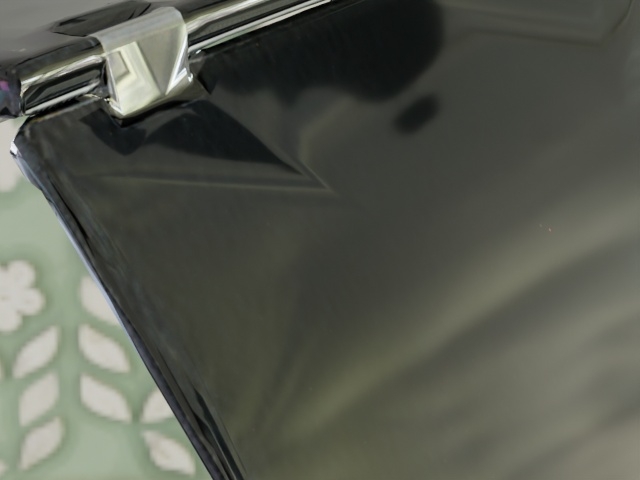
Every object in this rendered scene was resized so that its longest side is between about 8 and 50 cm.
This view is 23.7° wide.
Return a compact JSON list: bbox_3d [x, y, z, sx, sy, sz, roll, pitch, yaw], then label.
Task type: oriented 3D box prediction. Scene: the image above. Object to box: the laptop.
[{"bbox_3d":[0.000,0.000,0.526,0.408,0.236,0.382,11,25,32],"label":"laptop"}]
